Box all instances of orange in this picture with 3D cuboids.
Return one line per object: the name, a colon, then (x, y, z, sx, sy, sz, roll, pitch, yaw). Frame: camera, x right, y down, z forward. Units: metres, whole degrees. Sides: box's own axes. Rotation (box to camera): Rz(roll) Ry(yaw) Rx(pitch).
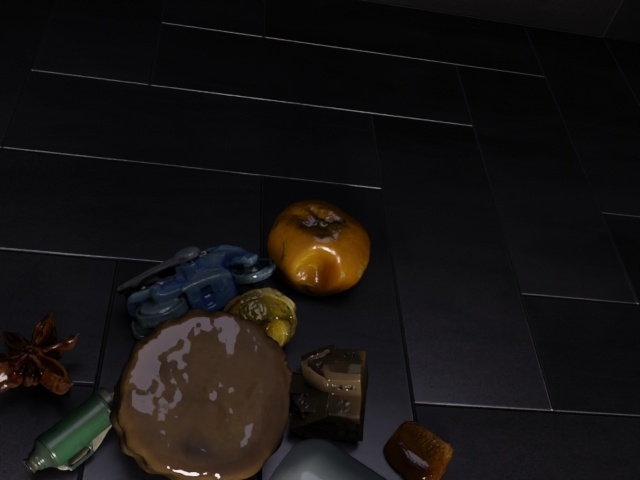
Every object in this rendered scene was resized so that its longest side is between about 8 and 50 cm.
orange: (0.000, 0.000, 1.753, 0.249, 0.183, 0.249, 7, 49, -8)

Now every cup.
cup: (0.055, 0.498, 1.300, 0.312, 0.205, 0.205, 32, 49, 16)

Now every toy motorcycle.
toy motorcycle: (-0.274, 0.078, 1.589, 0.319, 0.182, 0.241, -23, 47, -21)

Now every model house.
model house: (-0.033, 0.298, 1.510, 0.248, 0.176, 0.181, 1, 47, 8)

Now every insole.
insole: (-0.438, 0.365, 1.425, 0.063, 0.010, 0.192, 28, 48, 11)

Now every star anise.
star anise: (-0.570, 0.238, 1.440, 0.196, 0.111, 0.212, -9, 44, -29)

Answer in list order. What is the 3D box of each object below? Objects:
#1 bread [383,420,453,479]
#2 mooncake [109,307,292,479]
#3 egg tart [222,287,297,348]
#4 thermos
bread: (0.203, 0.431, 1.512, 0.129, 0.044, 0.126, 32, 47, 19)
mooncake: (-0.221, 0.295, 1.374, 0.324, 0.187, 0.324, 7, 71, -21)
egg tart: (-0.129, 0.187, 1.547, 0.191, 0.191, 0.074, -9, 35, -22)
thermos: (-0.461, 0.361, 1.374, 0.073, 0.083, 0.187, 23, 46, 36)
